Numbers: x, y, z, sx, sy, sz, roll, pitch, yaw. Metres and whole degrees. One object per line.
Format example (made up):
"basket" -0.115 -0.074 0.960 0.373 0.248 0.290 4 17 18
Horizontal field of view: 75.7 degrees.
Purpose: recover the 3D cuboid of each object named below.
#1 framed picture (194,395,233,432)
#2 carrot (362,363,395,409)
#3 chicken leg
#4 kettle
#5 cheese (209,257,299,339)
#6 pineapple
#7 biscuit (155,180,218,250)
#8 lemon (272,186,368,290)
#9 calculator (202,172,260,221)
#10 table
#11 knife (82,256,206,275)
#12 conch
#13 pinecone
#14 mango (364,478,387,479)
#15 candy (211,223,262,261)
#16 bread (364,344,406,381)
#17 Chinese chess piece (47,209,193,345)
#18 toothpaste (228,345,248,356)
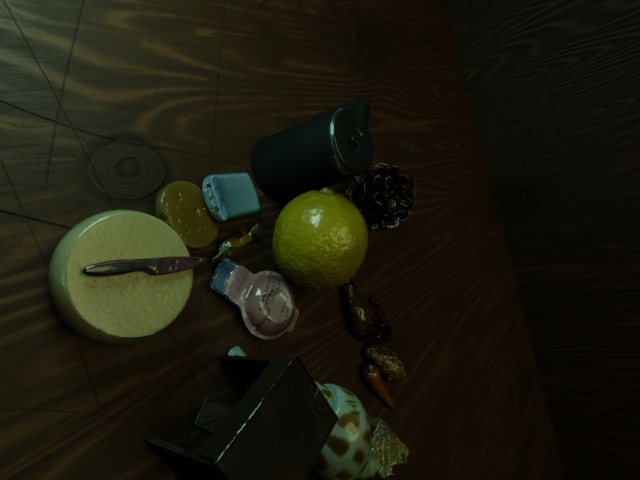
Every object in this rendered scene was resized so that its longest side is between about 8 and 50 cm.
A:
"framed picture" -0.249 0.416 0.970 0.089 0.006 0.066 43 52 -33
"carrot" 0.204 0.515 1.427 0.061 0.061 0.257 -56 131 -40
"chicken leg" 0.159 0.250 1.422 0.322 0.082 0.178 38 46 -38
"kettle" -0.004 -0.250 1.177 0.262 0.307 0.203 -39 111 -45
"cheese" -0.161 0.151 1.082 0.285 0.074 0.189 37 54 -32
"pineapple" 0.178 0.661 1.311 0.236 0.114 0.186 13 72 -43
"biscuit" -0.314 -0.059 0.983 0.170 0.050 0.171 26 57 -49
"lemon" -0.001 0.001 1.147 0.292 0.292 0.294 14 70 -46
"calculator" -0.224 -0.115 1.068 0.210 0.039 0.121 -27 102 -65
"table" -0.163 0.389 0.853 0.251 0.281 0.196 -48 116 -42
"knife" -0.329 0.051 0.805 0.247 0.018 0.036 -2 80 -48
"conch" 0.043 0.513 1.128 0.249 0.196 0.369 -66 146 -68
"pinecone" 0.218 -0.161 1.448 0.243 0.309 0.245 2 79 -13
"mango" 0.082 0.760 1.041 0.445 0.300 0.232 14 50 -45
"candy" -0.217 0.001 1.074 0.182 0.053 0.047 -38 102 -48
"bread" 0.243 0.431 1.445 0.233 0.076 0.105 43 16 -29
"Chinese chess piece" -0.388 0.073 0.826 0.273 0.102 0.274 13 72 -44
"toothpaste" -0.167 0.353 1.057 0.056 0.036 0.205 -53 123 -40
